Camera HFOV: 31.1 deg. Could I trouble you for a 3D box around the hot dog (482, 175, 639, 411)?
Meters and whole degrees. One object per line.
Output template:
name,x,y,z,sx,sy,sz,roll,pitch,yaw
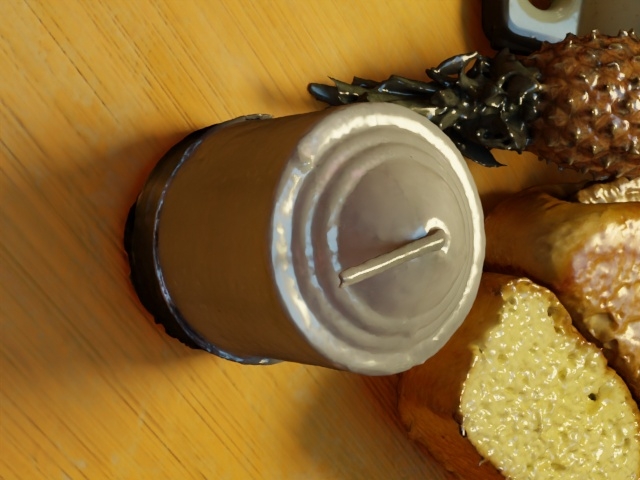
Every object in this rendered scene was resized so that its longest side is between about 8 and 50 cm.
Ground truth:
hot dog,0.374,0.070,1.293,0.223,0.185,0.405,-47,108,-13

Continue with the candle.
candle,0.000,0.000,0.934,0.221,0.343,0.221,-1,91,-36

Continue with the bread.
bread,0.192,0.173,1.212,0.340,0.179,0.194,47,66,-35

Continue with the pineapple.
pineapple,0.171,-0.130,1.144,0.365,0.165,0.165,-3,96,-7

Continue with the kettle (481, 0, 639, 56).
kettle,0.352,-0.368,1.289,0.361,0.250,0.376,12,88,-20
